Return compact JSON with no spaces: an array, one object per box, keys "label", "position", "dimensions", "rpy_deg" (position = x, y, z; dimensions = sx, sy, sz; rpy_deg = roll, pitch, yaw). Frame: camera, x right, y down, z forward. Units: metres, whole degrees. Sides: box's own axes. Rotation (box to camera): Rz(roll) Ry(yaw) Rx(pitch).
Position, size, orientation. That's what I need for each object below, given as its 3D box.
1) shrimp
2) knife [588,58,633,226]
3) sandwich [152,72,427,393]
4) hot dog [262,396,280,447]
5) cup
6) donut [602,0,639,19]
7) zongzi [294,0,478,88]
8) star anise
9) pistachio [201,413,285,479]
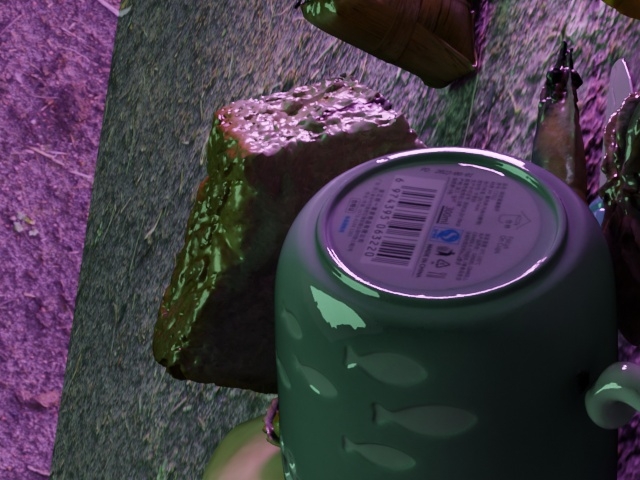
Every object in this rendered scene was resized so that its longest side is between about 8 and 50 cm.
[{"label":"shrimp","position":[0.184,-0.037,1.747],"dimensions":[0.198,0.051,0.262],"rpy_deg":[146,129,-64]},{"label":"knife","position":[0.246,-0.052,1.629],"dimensions":[0.058,0.032,0.244],"rpy_deg":[138,147,-64]},{"label":"sandwich","position":[-0.001,0.000,1.941],"dimensions":[0.131,0.262,0.325],"rpy_deg":[45,119,64]},{"label":"hot dog","position":[0.060,0.162,1.717],"dimensions":[0.270,0.162,0.082],"rpy_deg":[23,134,51]},{"label":"cup","position":[0.130,0.111,1.411],"dimensions":[0.356,0.259,0.274],"rpy_deg":[25,137,34]},{"label":"donut","position":[0.311,-0.378,1.451],"dimensions":[0.435,0.163,0.378],"rpy_deg":[125,155,-49]},{"label":"zongzi","position":[0.078,-0.285,2.023],"dimensions":[0.094,0.205,0.204],"rpy_deg":[-21,52,56]},{"label":"star anise","position":[0.264,-0.040,1.464],"dimensions":[0.236,0.093,0.229],"rpy_deg":[-93,19,-52]},{"label":"pistachio","position":[-0.008,0.279,1.827],"dimensions":[0.309,0.230,0.230],"rpy_deg":[-87,18,-63]}]
